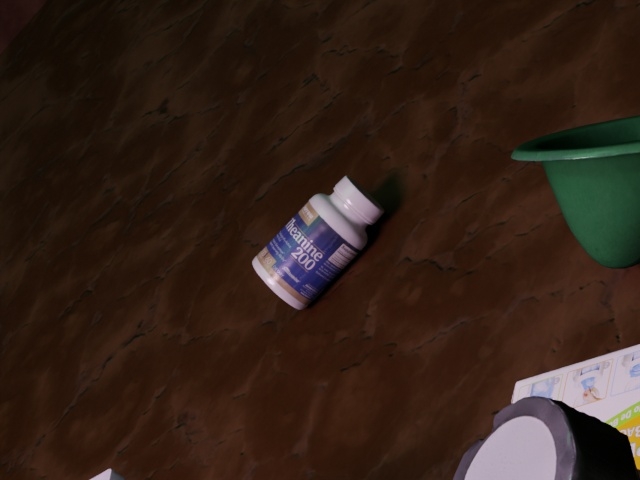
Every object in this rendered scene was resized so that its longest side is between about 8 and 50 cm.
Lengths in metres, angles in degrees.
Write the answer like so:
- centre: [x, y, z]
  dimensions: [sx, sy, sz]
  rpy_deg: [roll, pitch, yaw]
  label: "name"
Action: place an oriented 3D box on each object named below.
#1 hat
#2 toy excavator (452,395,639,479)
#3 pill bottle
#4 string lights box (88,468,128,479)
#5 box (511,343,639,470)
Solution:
- centre: [0.235, 0.009, 1.246]
  dimensions: [0.208, 0.184, 0.173]
  rpy_deg: [-18, 11, -43]
  label: "hat"
- centre: [0.121, 0.374, 0.827]
  dimensions: [0.445, 0.222, 0.433]
  rpy_deg: [-56, 26, 20]
  label: "toy excavator"
- centre: [0.000, 0.000, 1.546]
  dimensions: [0.120, 0.067, 0.067]
  rpy_deg: [-46, 28, 7]
  label: "pill bottle"
- centre: [-0.099, 0.273, 1.155]
  dimensions: [0.133, 0.259, 0.077]
  rpy_deg: [-30, 35, 31]
  label: "string lights box"
- centre: [0.221, 0.131, 1.023]
  dimensions: [0.203, 0.114, 0.103]
  rpy_deg: [-22, 39, 39]
  label: "box"
